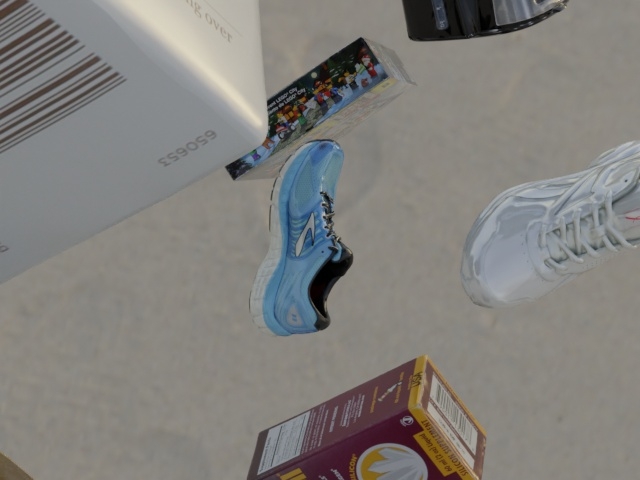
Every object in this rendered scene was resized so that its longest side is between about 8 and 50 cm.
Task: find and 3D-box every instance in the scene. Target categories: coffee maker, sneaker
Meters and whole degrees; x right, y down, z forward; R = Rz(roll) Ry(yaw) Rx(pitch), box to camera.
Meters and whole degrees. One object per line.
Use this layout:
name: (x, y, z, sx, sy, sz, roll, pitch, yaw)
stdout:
coffee maker: (0.099, -0.250, 1.425, 0.120, 0.178, 0.171, -23, 22, -24)
sneaker: (0.217, -0.018, 1.492, 0.232, 0.115, 0.090, -31, 101, -18)
sneaker: (0.000, 0.000, 1.470, 0.073, 0.162, 0.063, 6, -9, 31)

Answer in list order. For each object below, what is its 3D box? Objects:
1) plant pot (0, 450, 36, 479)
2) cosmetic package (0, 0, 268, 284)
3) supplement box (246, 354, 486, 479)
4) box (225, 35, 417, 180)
plant pot: (-0.258, 0.173, 1.208, 0.236, 0.032, 0.236, 32, 12, -8)
cosmetic package: (-0.259, -0.212, 1.096, 0.329, 0.327, 0.393, 39, 35, -41)
supplement box: (0.041, 0.195, 1.669, 0.104, 0.188, 0.081, 53, 25, -21)
box: (-0.002, -0.115, 1.663, 0.044, 0.159, 0.233, 58, 9, 2)
